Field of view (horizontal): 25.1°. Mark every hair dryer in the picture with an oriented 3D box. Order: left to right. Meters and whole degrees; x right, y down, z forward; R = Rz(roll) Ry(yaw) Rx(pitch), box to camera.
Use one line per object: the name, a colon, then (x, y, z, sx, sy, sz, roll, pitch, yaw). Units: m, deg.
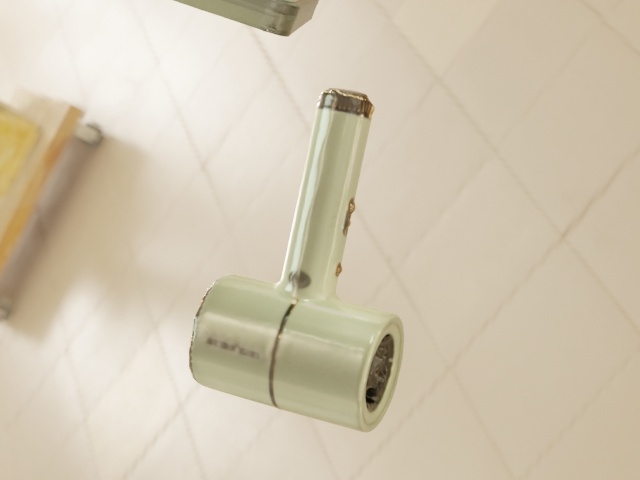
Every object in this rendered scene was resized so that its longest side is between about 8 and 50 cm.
hair dryer: (0.000, 0.000, 1.490, 0.203, 0.128, 0.362, 14, 95, 20)

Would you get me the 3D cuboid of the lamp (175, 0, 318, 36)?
lamp: (-0.141, -0.275, 1.471, 0.266, 0.269, 0.047, -67, -4, -78)
